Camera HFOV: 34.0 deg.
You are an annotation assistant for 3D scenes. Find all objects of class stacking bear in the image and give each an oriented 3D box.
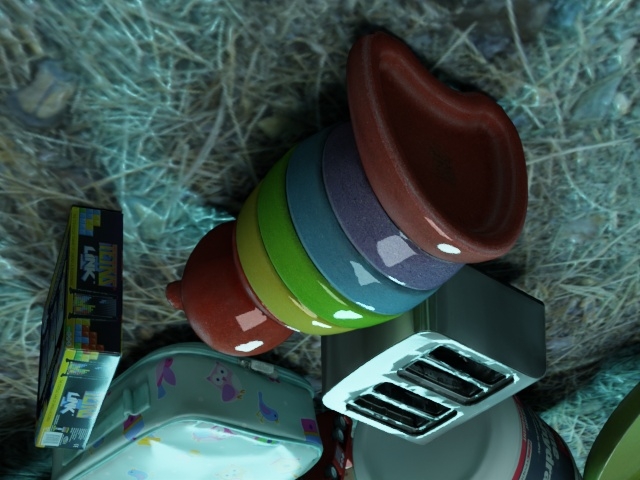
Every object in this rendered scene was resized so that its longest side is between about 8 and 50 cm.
[{"bbox_3d":[0.000,0.000,0.824,0.175,0.164,0.289,24,139,-36],"label":"stacking bear"}]

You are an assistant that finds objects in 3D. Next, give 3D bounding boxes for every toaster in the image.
[{"bbox_3d":[0.099,0.096,0.988,0.185,0.110,0.168,27,134,-27],"label":"toaster"}]

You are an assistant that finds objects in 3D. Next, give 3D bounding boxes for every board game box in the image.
[{"bbox_3d":[-0.207,0.078,0.896,0.048,0.141,0.170,9,142,-19],"label":"board game box"}]

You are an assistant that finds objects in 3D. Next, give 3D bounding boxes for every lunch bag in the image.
[{"bbox_3d":[-0.149,0.210,1.120,0.224,0.108,0.279,26,133,-35],"label":"lunch bag"}]

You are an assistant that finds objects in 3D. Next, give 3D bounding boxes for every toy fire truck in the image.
[{"bbox_3d":[0.031,0.269,1.208,0.047,0.192,0.135,-23,113,19],"label":"toy fire truck"}]

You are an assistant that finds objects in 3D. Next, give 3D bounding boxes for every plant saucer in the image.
[{"bbox_3d":[0.378,0.221,1.206,0.241,0.037,0.241,-28,139,-28],"label":"plant saucer"}]

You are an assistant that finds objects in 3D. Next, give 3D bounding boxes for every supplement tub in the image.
[{"bbox_3d":[0.175,0.260,1.176,0.191,0.191,0.272,-24,142,21],"label":"supplement tub"}]
